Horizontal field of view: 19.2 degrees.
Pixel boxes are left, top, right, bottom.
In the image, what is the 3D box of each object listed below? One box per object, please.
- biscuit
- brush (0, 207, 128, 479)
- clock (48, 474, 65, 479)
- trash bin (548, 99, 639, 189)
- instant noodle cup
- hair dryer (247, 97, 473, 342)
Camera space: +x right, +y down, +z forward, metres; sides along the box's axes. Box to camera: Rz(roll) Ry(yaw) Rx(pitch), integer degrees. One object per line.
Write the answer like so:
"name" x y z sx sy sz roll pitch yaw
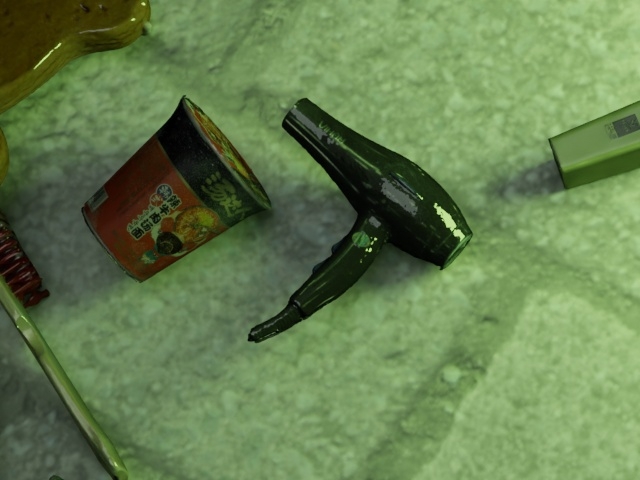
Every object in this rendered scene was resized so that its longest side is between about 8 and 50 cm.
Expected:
"biscuit" -0.377 -0.137 1.717 0.283 0.064 0.432 32 64 18
"brush" -0.247 0.075 1.676 0.050 0.060 0.321 -30 70 -12
"clock" -0.168 0.329 1.535 0.253 0.083 0.186 32 72 -2
"trash bin" 0.248 -0.080 1.642 0.092 0.061 0.043 -21 71 5
"instant noodle cup" -0.132 -0.037 1.665 0.135 0.127 0.127 -38 70 5
"hair dryer" 0.000 0.000 1.625 0.195 0.075 0.219 39 68 10
